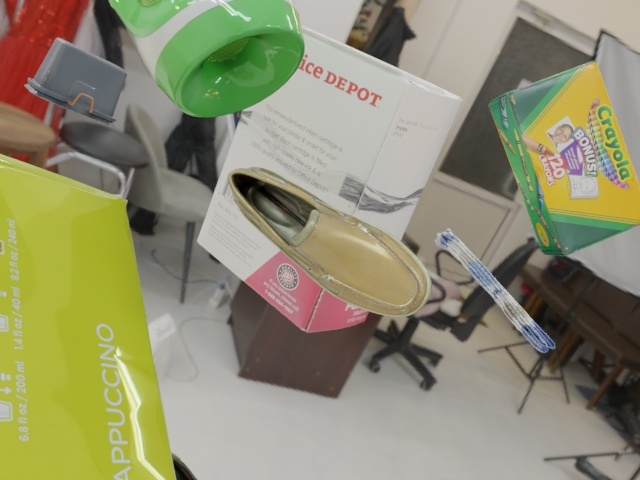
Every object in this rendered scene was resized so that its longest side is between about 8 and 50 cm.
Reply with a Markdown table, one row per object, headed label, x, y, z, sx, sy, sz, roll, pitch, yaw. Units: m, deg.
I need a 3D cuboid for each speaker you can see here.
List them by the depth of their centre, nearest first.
| label | x | y | z | sx | sy | sz | roll | pitch | yaw |
| --- | --- | --- | --- | --- | --- | --- | --- | --- | --- |
| speaker | -0.125 | -0.251 | 0.530 | 0.131 | 0.131 | 0.296 | -5 | 64 | -58 |

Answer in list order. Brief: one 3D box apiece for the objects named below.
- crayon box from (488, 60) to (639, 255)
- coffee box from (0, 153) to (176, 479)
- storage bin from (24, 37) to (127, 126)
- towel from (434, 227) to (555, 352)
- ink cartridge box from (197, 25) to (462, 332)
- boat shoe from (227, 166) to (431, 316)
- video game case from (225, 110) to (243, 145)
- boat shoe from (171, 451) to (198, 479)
| label | x | y | z | sx | sy | sz | roll | pitch | yaw |
| --- | --- | --- | --- | --- | --- | --- | --- | --- | --- |
| crayon box | 0.411 | -0.132 | 1.091 | 0.165 | 0.278 | 0.081 | -21 | 3 | -8 |
| coffee box | -0.351 | 0.135 | 0.483 | 0.338 | 0.334 | 0.337 | 22 | 39 | -48 |
| storage bin | -0.368 | -0.246 | 1.018 | 0.135 | 0.091 | 0.098 | 20 | 10 | -39 |
| towel | 0.318 | 0.090 | 1.246 | 0.285 | 0.034 | 0.209 | 48 | 6 | 6 |
| ink cartridge box | 0.002 | -0.073 | 0.740 | 0.207 | 0.283 | 0.117 | 36 | 22 | 35 |
| boat shoe | 0.000 | 0.000 | 0.529 | 0.190 | 0.068 | 0.072 | 30 | -1 | 18 |
| video game case | -0.069 | -0.179 | 1.142 | 0.183 | 0.201 | 0.023 | -21 | 43 | -21 |
| boat shoe | -0.236 | 0.454 | 1.110 | 0.091 | 0.305 | 0.109 | -4 | 39 | 28 |
